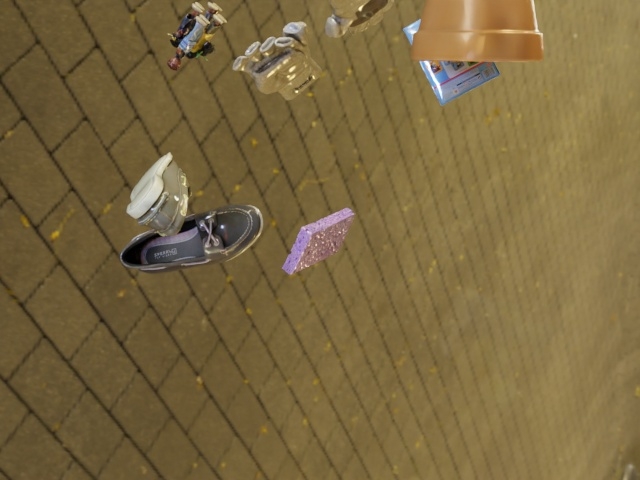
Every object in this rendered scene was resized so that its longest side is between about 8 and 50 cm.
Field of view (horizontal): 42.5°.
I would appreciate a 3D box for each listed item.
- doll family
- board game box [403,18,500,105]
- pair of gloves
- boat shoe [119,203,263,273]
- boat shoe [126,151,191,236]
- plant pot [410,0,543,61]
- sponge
[{"bbox_3d":[-0.239,-0.382,1.546,0.111,0.076,0.193,-45,177,22],"label":"doll family"},{"bbox_3d":[0.320,-0.460,2.008,0.212,0.160,0.039,63,15,-1],"label":"board game box"},{"bbox_3d":[0.000,-0.297,1.160,0.042,0.240,0.204,53,16,9],"label":"pair of gloves"},{"bbox_3d":[-0.275,0.006,1.722,0.095,0.335,0.112,-8,82,-61],"label":"boat shoe"},{"bbox_3d":[-0.299,-0.087,1.570,0.091,0.305,0.109,41,100,-17],"label":"boat shoe"},{"bbox_3d":[0.348,-0.498,1.807,0.291,0.290,0.204,-20,115,-55],"label":"plant pot"},{"bbox_3d":[0.000,0.000,1.876,0.210,0.031,0.117,-26,146,-56],"label":"sponge"}]
